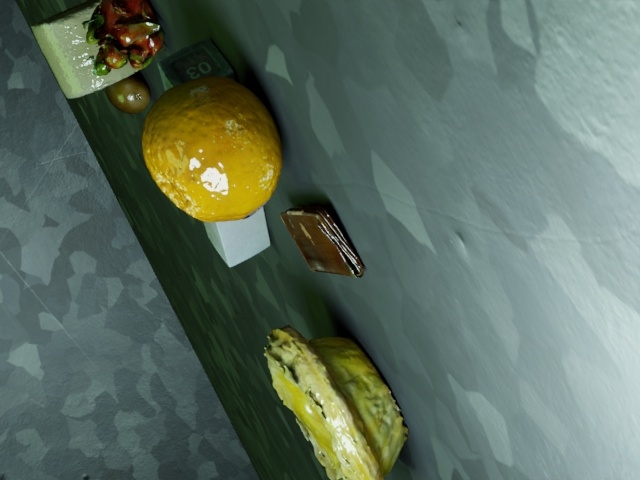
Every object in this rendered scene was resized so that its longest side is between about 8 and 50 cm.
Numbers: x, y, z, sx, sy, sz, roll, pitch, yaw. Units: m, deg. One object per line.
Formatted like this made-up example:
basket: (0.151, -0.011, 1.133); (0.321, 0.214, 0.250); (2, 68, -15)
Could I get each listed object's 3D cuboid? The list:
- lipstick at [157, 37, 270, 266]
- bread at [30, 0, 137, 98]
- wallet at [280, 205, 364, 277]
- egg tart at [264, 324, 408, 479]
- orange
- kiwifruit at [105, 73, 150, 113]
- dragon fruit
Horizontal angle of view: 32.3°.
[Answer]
lipstick: (-0.138, -0.106, 1.507); (0.076, 0.079, 0.371); (52, 164, 32)
bread: (-0.391, -0.328, 1.865); (0.134, 0.148, 0.141); (-11, 112, 38)
wallet: (0.000, 0.000, 1.319); (0.095, 0.026, 0.176); (58, 168, -8)
egg tart: (0.028, 0.230, 1.470); (0.288, 0.118, 0.288); (54, 163, 25)
orange: (-0.124, -0.106, 1.294); (0.177, 0.155, 0.177); (48, 174, 6)
kiwifruit: (-0.344, -0.265, 1.977); (0.124, 0.075, 0.075); (31, 146, 59)
dragon fruit: (-0.290, -0.318, 1.625); (0.142, 0.175, 0.138); (-8, 124, 43)
